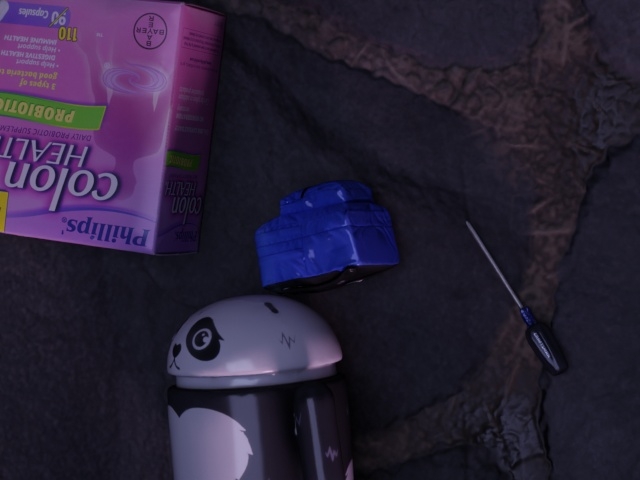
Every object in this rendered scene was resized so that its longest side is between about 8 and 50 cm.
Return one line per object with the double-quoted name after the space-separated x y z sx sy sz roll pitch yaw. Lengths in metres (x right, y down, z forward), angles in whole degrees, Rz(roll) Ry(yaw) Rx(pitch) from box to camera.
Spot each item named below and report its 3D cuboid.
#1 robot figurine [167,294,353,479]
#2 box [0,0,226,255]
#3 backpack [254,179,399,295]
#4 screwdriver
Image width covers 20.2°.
-0.058 0.190 1.685 0.209 0.173 0.278 -4 91 19 "robot figurine"
-0.224 -0.119 1.765 0.213 0.117 0.243 8 94 18 "box"
0.000 0.000 1.708 0.120 0.098 0.101 -19 75 30 "backpack"
0.184 0.051 1.686 0.025 0.024 0.170 -38 76 45 "screwdriver"
